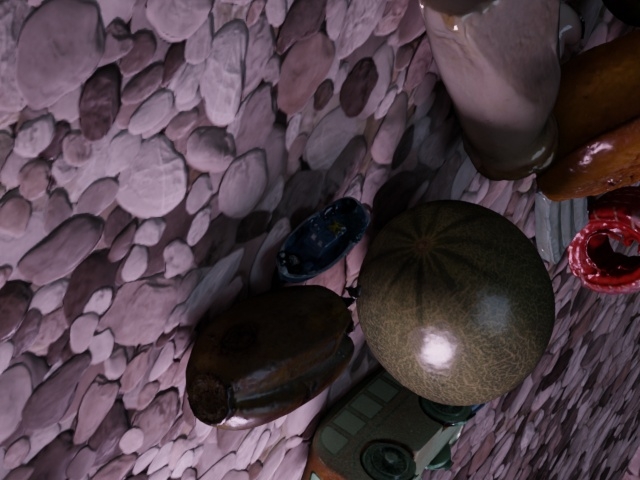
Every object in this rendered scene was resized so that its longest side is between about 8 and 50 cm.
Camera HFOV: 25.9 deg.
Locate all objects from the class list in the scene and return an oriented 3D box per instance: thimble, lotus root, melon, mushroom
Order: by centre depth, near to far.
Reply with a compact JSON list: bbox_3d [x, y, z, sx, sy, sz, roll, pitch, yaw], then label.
[{"bbox_3d":[-0.054,0.122,1.480,0.241,0.123,0.124,-24,111,-47],"label":"lotus root"},{"bbox_3d":[0.204,-0.207,1.588,0.154,0.138,0.407,-63,159,-15],"label":"mushroom"},{"bbox_3d":[0.164,0.073,1.695,0.237,0.237,0.301,-54,152,-12],"label":"melon"},{"bbox_3d":[0.516,-0.002,2.346,0.190,0.163,0.125,-24,-173,44],"label":"thimble"}]

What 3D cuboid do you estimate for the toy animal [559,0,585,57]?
[{"bbox_3d":[0.280,-0.254,1.753,0.124,0.071,0.085,-42,149,-35],"label":"toy animal"}]

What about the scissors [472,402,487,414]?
[{"bbox_3d":[0.219,0.216,2.199,0.393,0.032,0.180,0,118,-63],"label":"scissors"}]

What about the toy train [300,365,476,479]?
[{"bbox_3d":[0.086,0.277,1.872,0.326,0.159,0.129,-38,150,-46],"label":"toy train"}]

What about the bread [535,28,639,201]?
[{"bbox_3d":[0.406,-0.167,1.832,0.312,0.172,0.312,-22,172,-3],"label":"bread"}]

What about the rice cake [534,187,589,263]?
[{"bbox_3d":[0.383,-0.057,2.200,0.124,0.038,0.211,-49,152,-23],"label":"rice cake"}]

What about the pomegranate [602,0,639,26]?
[{"bbox_3d":[0.434,-0.366,1.868,0.220,0.156,0.156,-98,-146,-79],"label":"pomegranate"}]

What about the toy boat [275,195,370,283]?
[{"bbox_3d":[0.000,0.000,1.517,0.137,0.060,0.061,-38,167,-27],"label":"toy boat"}]
